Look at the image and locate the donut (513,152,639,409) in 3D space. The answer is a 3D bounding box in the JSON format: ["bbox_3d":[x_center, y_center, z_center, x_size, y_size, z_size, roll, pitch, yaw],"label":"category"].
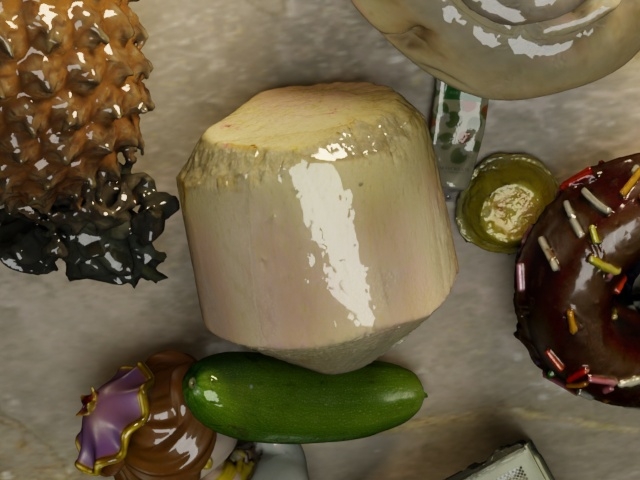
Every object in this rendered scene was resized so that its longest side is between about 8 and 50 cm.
[{"bbox_3d":[0.307,0.042,1.387,0.270,0.103,0.269,-6,114,-14],"label":"donut"}]

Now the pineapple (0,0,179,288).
[{"bbox_3d":[-0.228,-0.084,1.257,0.223,0.223,0.357,-14,125,0],"label":"pineapple"}]

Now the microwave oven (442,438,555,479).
[{"bbox_3d":[0.139,0.289,1.444,0.208,0.162,0.122,-30,80,7],"label":"microwave oven"}]

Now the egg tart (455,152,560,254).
[{"bbox_3d":[0.177,-0.031,1.394,0.105,0.039,0.105,-1,111,-3],"label":"egg tart"}]

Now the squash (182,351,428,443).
[{"bbox_3d":[-0.015,0.146,1.368,0.292,0.082,0.082,8,115,-46],"label":"squash"}]

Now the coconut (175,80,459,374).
[{"bbox_3d":[0.000,0.000,1.288,0.239,0.239,0.244,-9,112,-2],"label":"coconut"}]

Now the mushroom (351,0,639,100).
[{"bbox_3d":[0.163,-0.237,1.154,0.314,0.336,0.314,1,113,3],"label":"mushroom"}]

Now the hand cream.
[{"bbox_3d":[0.127,-0.116,1.363,0.057,0.037,0.165,5,105,-8],"label":"hand cream"}]

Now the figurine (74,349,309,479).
[{"bbox_3d":[-0.115,0.211,1.404,0.263,0.142,0.189,46,77,-23],"label":"figurine"}]
